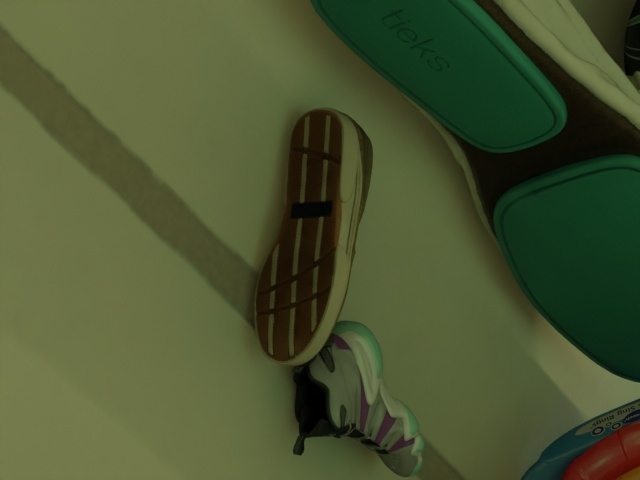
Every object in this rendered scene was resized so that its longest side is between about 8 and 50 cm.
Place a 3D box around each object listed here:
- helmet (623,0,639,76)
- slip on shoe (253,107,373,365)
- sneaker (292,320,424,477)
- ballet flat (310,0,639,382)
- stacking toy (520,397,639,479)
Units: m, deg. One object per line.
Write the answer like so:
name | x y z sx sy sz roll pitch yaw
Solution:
helmet | 0.266 -0.108 1.180 0.161 0.169 0.169 27 73 -65
slip on shoe | 0.000 0.000 1.016 0.041 0.051 0.135 22 71 -56
sneaker | 0.013 0.099 1.044 0.069 0.038 0.098 -39 110 -34
ballet flat | 0.132 -0.077 1.096 0.400 0.139 0.139 48 61 -35
stacking toy | 0.202 0.211 1.048 0.165 0.175 0.302 63 14 -13
